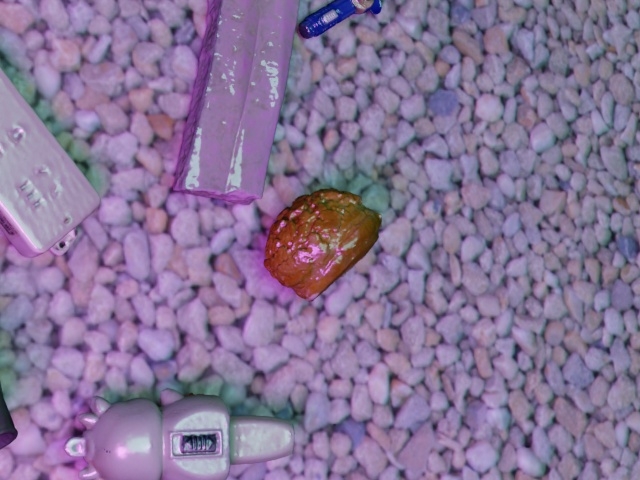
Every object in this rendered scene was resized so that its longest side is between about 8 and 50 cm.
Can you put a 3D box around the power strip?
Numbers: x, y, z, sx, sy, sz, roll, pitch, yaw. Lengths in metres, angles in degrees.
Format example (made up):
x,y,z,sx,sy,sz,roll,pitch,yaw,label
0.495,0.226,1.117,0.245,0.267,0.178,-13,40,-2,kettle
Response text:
x,y,z,sx,sy,sz,roll,pitch,yaw,label
-0.354,-0.126,1.376,0.098,0.058,0.338,-43,104,-26,power strip

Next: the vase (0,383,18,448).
x,y,z,sx,sy,sz,roll,pitch,yaw,label
-0.389,0.085,1.265,0.301,0.156,0.251,69,15,15,vase

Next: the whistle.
x,y,z,sx,sy,sz,roll,pitch,yaw,label
-0.147,0.211,1.426,0.253,0.106,0.102,0,114,-23,whistle

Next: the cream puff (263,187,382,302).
x,y,z,sx,sy,sz,roll,pitch,yaw,label
-0.004,-0.001,1.524,0.103,0.126,0.144,46,54,0,cream puff

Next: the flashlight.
x,y,z,sx,sy,sz,roll,pitch,yaw,label
0.024,-0.278,1.625,0.121,0.035,0.057,-35,102,-29,flashlight

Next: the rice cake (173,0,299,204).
x,y,z,sx,sy,sz,roll,pitch,yaw,label
-0.092,-0.184,1.539,0.106,0.050,0.298,16,76,-26,rice cake
